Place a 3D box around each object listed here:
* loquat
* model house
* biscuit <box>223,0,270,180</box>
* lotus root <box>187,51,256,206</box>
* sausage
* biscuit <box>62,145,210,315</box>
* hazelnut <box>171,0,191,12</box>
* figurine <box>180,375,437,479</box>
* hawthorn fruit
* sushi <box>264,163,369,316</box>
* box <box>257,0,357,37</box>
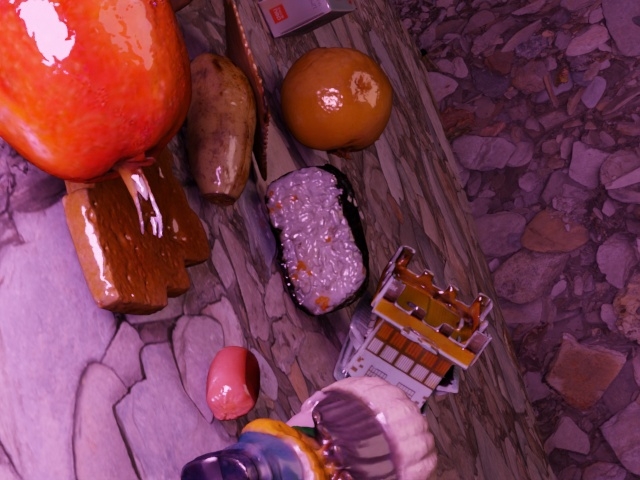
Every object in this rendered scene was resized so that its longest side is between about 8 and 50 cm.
[{"bbox_3d":[0.029,-0.247,1.935,0.208,0.208,0.208,58,18,-32],"label":"loquat"},{"bbox_3d":[0.141,0.156,1.715,0.198,0.215,0.224,34,19,-3],"label":"model house"},{"bbox_3d":[-0.112,-0.233,1.600,0.232,0.013,0.236,97,-24,-66],"label":"biscuit"},{"bbox_3d":[-0.133,-0.155,1.460,0.110,0.097,0.258,51,26,-53],"label":"lotus root"},{"bbox_3d":[-0.100,0.159,1.206,0.059,0.054,0.094,57,18,-32],"label":"sausage"},{"bbox_3d":[-0.208,-0.032,1.132,0.301,0.043,0.278,-85,150,-57],"label":"biscuit"},{"bbox_3d":[-0.227,-0.372,1.303,0.214,0.176,0.214,52,-10,13],"label":"hazelnut"},{"bbox_3d":[0.010,0.251,1.168,0.332,0.205,0.185,8,63,-72],"label":"figurine"},{"bbox_3d":[-0.207,-0.140,0.982,0.299,0.211,0.211,61,16,-9],"label":"hawthorn fruit"},{"bbox_3d":[0.000,0.000,1.615,0.126,0.136,0.225,-29,103,-72],"label":"sushi"},{"bbox_3d":[-0.021,-0.474,2.182,0.079,0.135,0.269,66,15,-6],"label":"box"}]
